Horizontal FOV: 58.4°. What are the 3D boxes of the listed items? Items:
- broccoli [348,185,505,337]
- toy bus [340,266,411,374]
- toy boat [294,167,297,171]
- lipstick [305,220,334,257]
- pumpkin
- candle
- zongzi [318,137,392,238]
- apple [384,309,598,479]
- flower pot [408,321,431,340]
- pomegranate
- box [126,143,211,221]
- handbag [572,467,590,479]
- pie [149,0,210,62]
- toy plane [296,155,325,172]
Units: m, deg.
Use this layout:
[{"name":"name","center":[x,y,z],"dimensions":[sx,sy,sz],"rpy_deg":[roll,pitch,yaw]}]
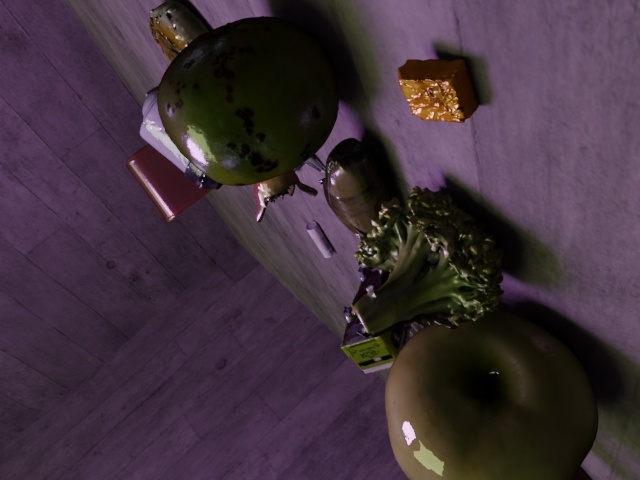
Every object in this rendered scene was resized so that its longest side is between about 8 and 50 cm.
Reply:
[{"name":"broccoli","center":[0.162,0.023,0.887],"dimensions":[0.242,0.272,0.181],"rpy_deg":[39,132,34]},{"name":"toy bus","center":[0.137,0.142,1.195],"dimensions":[0.113,0.302,0.139],"rpy_deg":[-24,113,31]},{"name":"toy boat","center":[-0.146,-0.230,1.527],"dimensions":[0.207,0.078,0.134],"rpy_deg":[43,165,29]},{"name":"lipstick","center":[0.000,0.000,1.824],"dimensions":[0.040,0.040,0.141],"rpy_deg":[34,163,50]},{"name":"pumpkin","center":[0.141,-0.181,0.686],"dimensions":[0.083,0.054,0.074],"rpy_deg":[12,151,35]},{"name":"candle","center":[-0.383,-0.318,1.653],"dimensions":[0.342,0.221,0.221],"rpy_deg":[38,169,-3]},{"name":"zongzi","center":[0.039,-0.132,1.104],"dimensions":[0.242,0.112,0.221],"rpy_deg":[49,169,42]},{"name":"apple","center":[0.288,0.296,0.992],"dimensions":[0.357,0.357,0.357],"rpy_deg":[46,168,12]},{"name":"flower pot","center":[0.214,0.253,1.625],"dimensions":[0.235,0.140,0.235],"rpy_deg":[48,169,12]},{"name":"pomegranate","center":[-0.105,-0.183,0.916],"dimensions":[0.290,0.290,0.324],"rpy_deg":[-164,61,-69]},{"name":"box","center":[-0.438,-0.254,1.878],"dimensions":[0.229,0.339,0.239],"rpy_deg":[54,168,-13]},{"name":"handbag","center":[0.505,0.603,1.403],"dimensions":[0.276,0.260,0.084],"rpy_deg":[51,170,-7]},{"name":"pie","center":[-0.310,-0.444,1.430],"dimensions":[0.296,0.078,0.371],"rpy_deg":[43,168,29]},{"name":"toy plane","center":[-0.090,-0.226,1.323],"dimensions":[0.234,0.082,0.160],"rpy_deg":[51,-165,-7]}]
